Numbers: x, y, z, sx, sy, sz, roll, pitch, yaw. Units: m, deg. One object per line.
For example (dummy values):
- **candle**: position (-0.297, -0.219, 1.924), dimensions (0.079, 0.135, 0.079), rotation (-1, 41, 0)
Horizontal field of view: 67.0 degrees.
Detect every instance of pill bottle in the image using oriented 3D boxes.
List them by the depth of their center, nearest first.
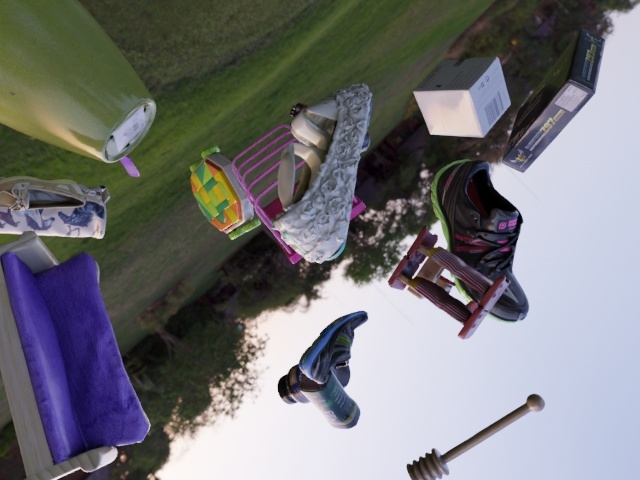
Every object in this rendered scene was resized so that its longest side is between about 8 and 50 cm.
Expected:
- **pill bottle**: position (-0.025, 0.420, 1.463), dimensions (0.219, 0.123, 0.123), rotation (-33, -170, 31)

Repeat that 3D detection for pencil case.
- **pencil case**: position (-0.829, -0.105, 1.380), dimensions (0.409, 0.160, 0.184), rotation (5, 126, -36)

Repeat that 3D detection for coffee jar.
- **coffee jar**: position (0.028, 0.420, 1.275), dimensions (0.096, 0.184, 0.079), rotation (-12, -146, 38)

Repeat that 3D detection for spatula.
- **spatula**: position (-0.766, -0.337, 1.751), dimensions (0.084, 0.296, 0.030), rotation (12, -116, 37)

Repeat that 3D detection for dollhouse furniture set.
- **dollhouse furniture set**: position (0.321, 0.107, 1.143), dimensions (0.152, 0.201, 0.374), rotation (-57, 155, 7)

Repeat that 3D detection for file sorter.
- **file sorter**: position (-0.071, -0.129, 1.124), dimensions (0.202, 0.182, 0.291), rotation (-37, -149, -1)

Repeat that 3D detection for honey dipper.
- **honey dipper**: position (0.164, 0.209, 0.505), dimensions (0.160, 0.031, 0.030), rotation (-35, -175, 10)

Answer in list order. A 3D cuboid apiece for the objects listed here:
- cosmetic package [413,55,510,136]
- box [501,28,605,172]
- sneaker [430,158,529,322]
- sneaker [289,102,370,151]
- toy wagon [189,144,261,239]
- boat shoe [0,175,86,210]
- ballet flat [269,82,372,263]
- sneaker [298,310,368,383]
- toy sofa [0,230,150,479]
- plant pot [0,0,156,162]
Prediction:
- **cosmetic package**: position (0.388, -0.392, 1.327), dimensions (0.183, 0.152, 0.151), rotation (18, -121, 48)
- **box**: position (0.466, -0.276, 0.979), dimensions (0.184, 0.059, 0.233), rotation (-60, 176, -32)
- **sneaker**: position (0.458, 0.000, 1.335), dimensions (0.185, 0.484, 0.202), rotation (-18, 174, -29)
- **sneaker**: position (0.027, -0.295, 1.286), dimensions (0.135, 0.276, 0.098), rotation (-16, 128, -34)
- **toy wagon**: position (-0.319, -0.130, 1.513), dimensions (0.068, 0.267, 0.344), rotation (-32, -174, -34)
- **boat shoe**: position (-0.494, -0.076, 0.842), dimensions (0.152, 0.048, 0.056), rotation (-4, 133, -47)
- **ballet flat**: position (0.004, -0.155, 0.838), dimensions (0.147, 0.146, 0.409), rotation (-41, -150, 48)
- **sneaker**: position (0.034, 0.208, 0.962), dimensions (0.188, 0.078, 0.067), rotation (-42, -176, -36)
- **toy sofa**: position (-0.404, 0.175, 0.744), dimensions (0.177, 0.363, 0.150), rotation (-19, 165, -20)
- **plant pot**: position (-0.441, -0.276, 0.820), dimensions (0.275, 0.293, 0.275), rotation (-53, -177, 4)
